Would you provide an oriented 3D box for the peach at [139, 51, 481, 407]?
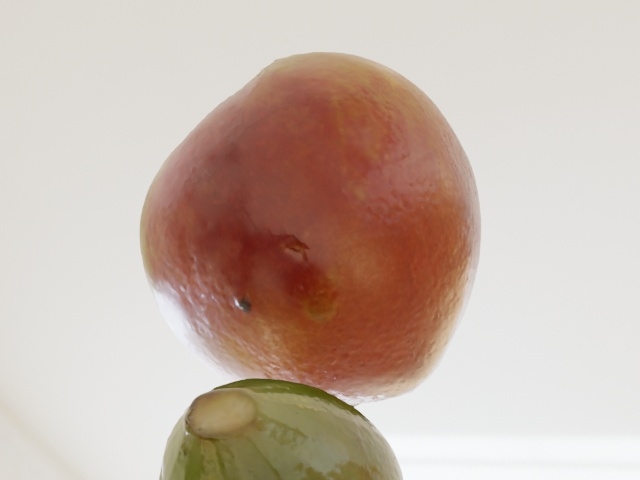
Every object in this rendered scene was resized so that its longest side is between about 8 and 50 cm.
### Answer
[{"bbox_3d":[0.000,0.000,1.796,0.388,0.388,0.388,-43,-6,-6],"label":"peach"}]

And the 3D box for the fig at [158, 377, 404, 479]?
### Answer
[{"bbox_3d":[-0.042,0.217,1.388,0.207,0.207,0.230,-45,-25,14],"label":"fig"}]
